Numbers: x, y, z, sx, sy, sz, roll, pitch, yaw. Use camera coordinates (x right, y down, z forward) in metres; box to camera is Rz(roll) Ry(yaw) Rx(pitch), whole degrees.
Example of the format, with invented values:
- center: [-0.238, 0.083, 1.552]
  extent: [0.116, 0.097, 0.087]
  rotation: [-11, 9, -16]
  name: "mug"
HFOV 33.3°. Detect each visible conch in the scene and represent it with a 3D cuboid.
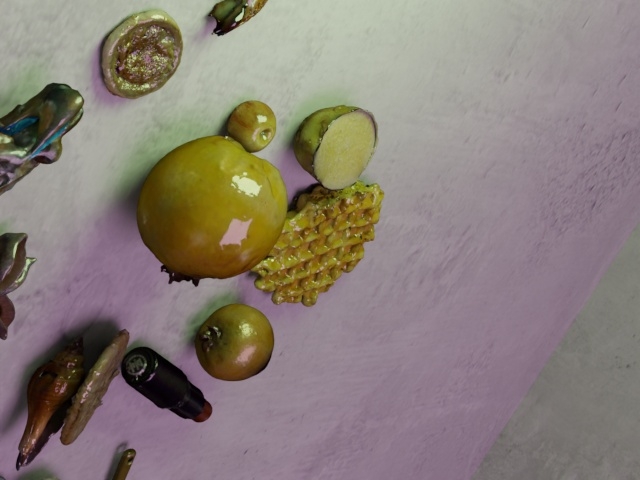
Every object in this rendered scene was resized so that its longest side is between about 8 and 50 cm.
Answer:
- center: [-0.448, 0.260, 1.756]
  extent: [0.086, 0.080, 0.233]
  rotation: [-9, 135, -60]
  name: "conch"

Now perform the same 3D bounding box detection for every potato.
- center: [0.019, -0.170, 1.889]
  extent: [0.200, 0.081, 0.164]
  rotation: [13, 106, -59]
  name: "potato"

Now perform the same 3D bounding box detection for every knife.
- center: [-0.438, 0.537, 2.115]
  extent: [0.061, 0.027, 0.343]
  rotation: [-12, 135, -48]
  name: "knife"

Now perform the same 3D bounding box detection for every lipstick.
- center: [-0.277, 0.278, 1.991]
  extent: [0.081, 0.081, 0.300]
  rotation: [-45, 150, -8]
  name: "lipstick"

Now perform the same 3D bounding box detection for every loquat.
- center: [-0.168, -0.040, 1.648]
  extent: [0.244, 0.244, 0.244]
  rotation: [-32, 145, -26]
  name: "loquat"
- center: [-0.160, 0.191, 1.994]
  extent: [0.163, 0.137, 0.163]
  rotation: [-22, 152, -12]
  name: "loquat"

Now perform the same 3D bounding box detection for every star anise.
- center: [-0.497, 0.075, 1.503]
  extent: [0.197, 0.073, 0.212]
  rotation: [1, 120, -56]
  name: "star anise"

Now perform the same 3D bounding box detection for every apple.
- center: [-0.108, -0.182, 1.719]
  extent: [0.084, 0.071, 0.084]
  rotation: [-33, 145, -26]
  name: "apple"

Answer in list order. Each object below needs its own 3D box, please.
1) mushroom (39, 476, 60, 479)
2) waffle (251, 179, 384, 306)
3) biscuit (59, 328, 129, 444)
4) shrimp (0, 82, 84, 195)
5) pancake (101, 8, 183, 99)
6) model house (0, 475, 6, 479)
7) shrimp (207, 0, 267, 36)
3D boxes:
- center: [-0.485, 0.490, 1.952]
  extent: [0.212, 0.088, 0.097]
  rotation: [64, 38, -62]
  name: "mushroom"
- center: [-0.002, -0.002, 2.061]
  extent: [0.307, 0.060, 0.312]
  rotation: [-53, 151, 4]
  name: "waffle"
- center: [-0.375, 0.246, 1.789]
  extent: [0.220, 0.033, 0.220]
  rotation: [-63, 180, 1]
  name: "biscuit"
- center: [-0.499, -0.090, 1.312]
  extent: [0.445, 0.110, 0.221]
  rotation: [-29, 135, -24]
  name: "shrimp"
- center: [-0.249, -0.261, 1.504]
  extent: [0.139, 0.022, 0.139]
  rotation: [-32, 144, -27]
  name: "pancake"
- center: [-0.580, 0.464, 1.818]
  extent: [0.100, 0.088, 0.101]
  rotation: [-35, -172, 21]
  name: "model house"
- center: [-0.144, -0.379, 1.478]
  extent: [0.290, 0.054, 0.222]
  rotation: [-24, 141, -42]
  name: "shrimp"
